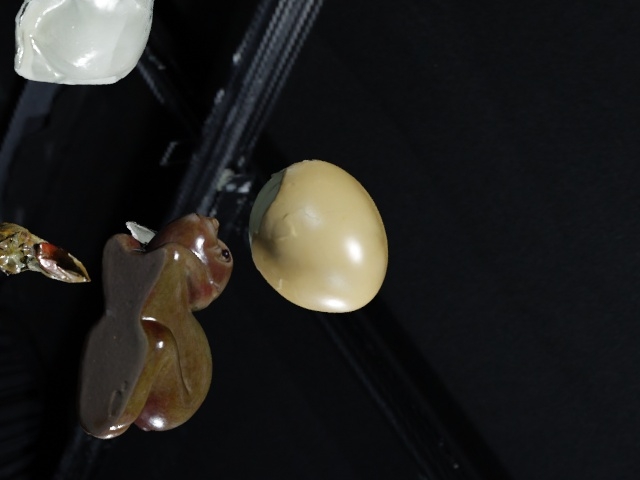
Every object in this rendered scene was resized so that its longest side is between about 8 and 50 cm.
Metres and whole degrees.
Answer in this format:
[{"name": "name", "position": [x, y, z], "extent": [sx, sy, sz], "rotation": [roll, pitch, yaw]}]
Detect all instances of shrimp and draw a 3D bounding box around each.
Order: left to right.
[{"name": "shrimp", "position": [-0.372, 0.025, 1.241], "extent": [0.063, 0.152, 0.287], "rotation": [-64, -169, -5]}]

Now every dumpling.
[{"name": "dumpling", "position": [-0.446, -0.387, 1.762], "extent": [0.341, 0.260, 0.181], "rotation": [-9, -82, 58]}]

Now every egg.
[{"name": "egg", "position": [0.000, 0.000, 1.413], "extent": [0.244, 0.201, 0.201], "rotation": [51, -51, 31]}]

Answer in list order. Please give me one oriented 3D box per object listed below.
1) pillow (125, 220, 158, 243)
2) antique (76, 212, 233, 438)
[{"name": "pillow", "position": [-0.314, 0.023, 1.846], "extent": [0.131, 0.038, 0.232], "rotation": [32, -18, 7]}, {"name": "antique", "position": [-0.173, 0.093, 1.067], "extent": [0.121, 0.143, 0.256], "rotation": [12, -89, 40]}]
